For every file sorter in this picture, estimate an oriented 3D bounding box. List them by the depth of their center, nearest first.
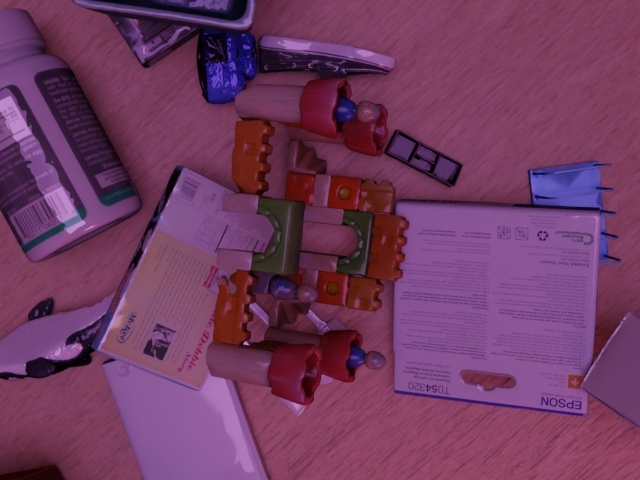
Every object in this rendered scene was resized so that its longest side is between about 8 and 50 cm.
[{"bbox_3d":[0.424,-0.040,1.454,0.118,0.104,0.170,-8,95,1],"label":"file sorter"}]

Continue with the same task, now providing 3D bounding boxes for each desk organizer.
[{"bbox_3d":[0.175,-0.137,1.470,0.130,0.050,0.047,27,94,-3],"label":"desk organizer"}]

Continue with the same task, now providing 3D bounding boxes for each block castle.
[{"bbox_3d":[0.000,0.000,1.323,0.213,0.303,0.453,7,91,18],"label":"block castle"}]

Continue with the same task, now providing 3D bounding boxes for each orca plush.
[{"bbox_3d":[-0.418,0.165,1.491,0.287,0.102,0.151,-37,49,-7],"label":"orca plush"}]

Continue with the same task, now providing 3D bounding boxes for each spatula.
[{"bbox_3d":[-0.063,0.160,1.512,0.168,0.019,0.242,-44,90,4],"label":"spatula"}]

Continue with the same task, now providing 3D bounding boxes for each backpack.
[{"bbox_3d":[-0.153,-0.284,1.431,0.101,0.098,0.120,-1,93,-2],"label":"backpack"}]

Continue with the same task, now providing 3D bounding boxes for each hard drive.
[{"bbox_3d":[-0.227,0.321,1.510,0.203,0.040,0.307,-19,95,1],"label":"hard drive"}]

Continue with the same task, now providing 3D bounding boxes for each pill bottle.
[{"bbox_3d":[-0.451,-0.165,1.385,0.204,0.204,0.361,-27,94,2],"label":"pill bottle"}]

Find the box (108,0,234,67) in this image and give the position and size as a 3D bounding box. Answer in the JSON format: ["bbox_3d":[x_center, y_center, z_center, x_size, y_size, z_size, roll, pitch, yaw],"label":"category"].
[{"bbox_3d":[-0.247,-0.423,1.439,0.231,0.056,0.183,-34,94,2],"label":"box"}]

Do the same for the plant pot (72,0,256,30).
[{"bbox_3d":[-0.197,-0.426,1.284,0.248,0.252,0.247,8,94,-1],"label":"plant pot"}]

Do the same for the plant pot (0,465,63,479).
[{"bbox_3d":[-0.529,0.507,1.427,0.267,0.267,0.235,-11,82,0],"label":"plant pot"}]

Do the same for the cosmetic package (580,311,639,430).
[{"bbox_3d":[0.561,0.247,1.392,0.296,0.129,0.153,33,91,-41],"label":"cosmetic package"}]

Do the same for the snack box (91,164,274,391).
[{"bbox_3d":[-0.215,0.063,1.424,0.187,0.060,0.322,27,84,-23],"label":"snack box"}]

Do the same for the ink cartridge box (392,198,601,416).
[{"bbox_3d":[0.281,0.102,1.429,0.324,0.071,0.330,4,103,20],"label":"ink cartridge box"}]

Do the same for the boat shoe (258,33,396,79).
[{"bbox_3d":[0.007,-0.287,1.444,0.229,0.080,0.076,9,101,0],"label":"boat shoe"}]
